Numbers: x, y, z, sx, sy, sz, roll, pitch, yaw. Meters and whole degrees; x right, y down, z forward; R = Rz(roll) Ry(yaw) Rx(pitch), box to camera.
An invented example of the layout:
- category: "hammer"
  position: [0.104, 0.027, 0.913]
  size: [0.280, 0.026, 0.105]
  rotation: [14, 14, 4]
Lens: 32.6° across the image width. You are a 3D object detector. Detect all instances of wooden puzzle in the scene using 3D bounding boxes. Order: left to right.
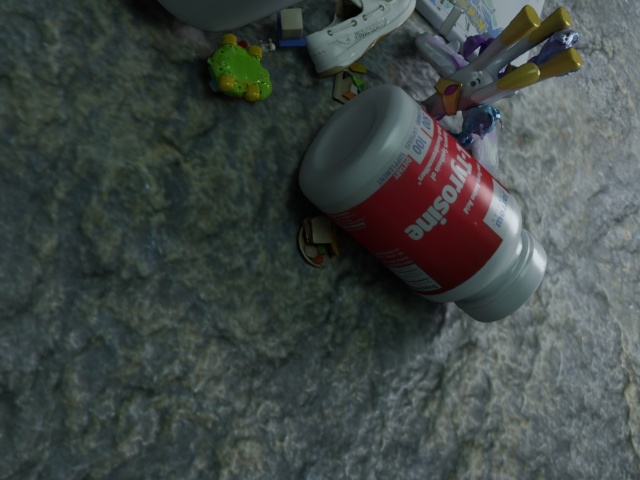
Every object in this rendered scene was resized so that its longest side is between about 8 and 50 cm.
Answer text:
- category: "wooden puzzle"
  position: [0.054, -0.263, 1.901]
  size: [0.078, 0.014, 0.116]
  rotation: [16, 66, -37]

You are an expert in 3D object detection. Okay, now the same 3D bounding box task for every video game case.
- category: "video game case"
  position: [0.314, -0.495, 2.193]
  size: [0.329, 0.036, 0.300]
  rotation: [39, 54, -26]

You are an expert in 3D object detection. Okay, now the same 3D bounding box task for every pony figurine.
- category: "pony figurine"
  position: [0.275, -0.272, 1.920]
  size: [0.351, 0.363, 0.303]
  rotation: [-20, 82, -59]

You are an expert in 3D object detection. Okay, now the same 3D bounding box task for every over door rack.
- category: "over door rack"
  position: [0.119, -0.518, 1.895]
  size: [0.239, 0.108, 0.324]
  rotation: [21, 34, -31]

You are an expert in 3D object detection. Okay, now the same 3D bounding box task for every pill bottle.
- category: "pill bottle"
  position: [0.179, -0.046, 1.792]
  size: [0.407, 0.229, 0.229]
  rotation: [40, 53, -25]

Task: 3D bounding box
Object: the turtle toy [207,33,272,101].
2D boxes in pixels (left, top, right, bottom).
- category: "turtle toy"
  position: [-0.125, -0.256, 1.703]
  size: [0.130, 0.066, 0.095]
  rotation: [19, 64, -37]

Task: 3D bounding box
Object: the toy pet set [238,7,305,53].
- category: "toy pet set"
  position: [-0.085, -0.354, 1.794]
  size: [0.114, 0.065, 0.122]
  rotation: [-3, 72, -6]

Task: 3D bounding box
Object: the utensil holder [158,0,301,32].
- category: "utensil holder"
  position: [-0.056, -0.499, 1.556]
  size: [0.327, 0.385, 0.328]
  rotation: [21, 61, -45]

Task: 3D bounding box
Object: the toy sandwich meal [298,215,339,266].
- category: "toy sandwich meal"
  position: [0.000, 0.000, 1.754]
  size: [0.085, 0.029, 0.086]
  rotation: [15, 67, -38]

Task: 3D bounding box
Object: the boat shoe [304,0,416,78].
- category: "boat shoe"
  position: [0.070, -0.386, 1.894]
  size: [0.277, 0.098, 0.096]
  rotation: [-47, 112, -40]
